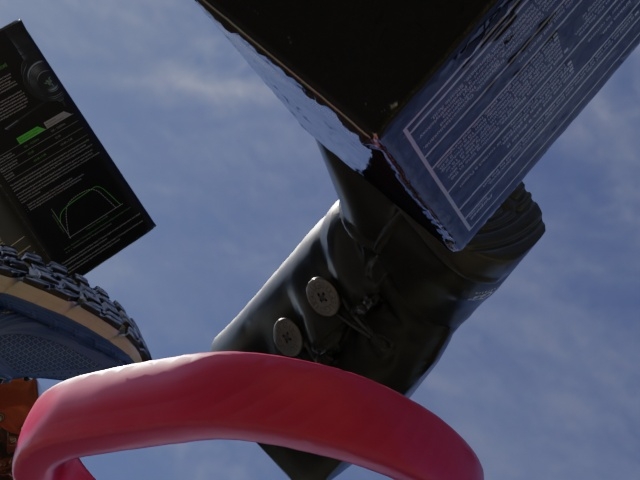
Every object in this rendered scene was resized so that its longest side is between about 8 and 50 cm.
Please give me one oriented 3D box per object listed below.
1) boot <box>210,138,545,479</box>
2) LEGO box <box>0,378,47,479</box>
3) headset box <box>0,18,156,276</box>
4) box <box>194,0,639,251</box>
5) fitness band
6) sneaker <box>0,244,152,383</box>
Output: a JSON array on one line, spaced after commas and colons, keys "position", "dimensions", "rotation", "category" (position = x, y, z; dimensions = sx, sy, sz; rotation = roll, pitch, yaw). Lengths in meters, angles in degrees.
[{"position": [0.001, 0.002, 1.520], "dimensions": [0.367, 0.146, 0.445], "rotation": [61, -35, 23], "category": "boot"}, {"position": [-0.376, 0.350, 1.640], "dimensions": [0.500, 0.193, 0.373], "rotation": [129, -44, -78], "category": "LEGO box"}, {"position": [-0.349, -0.071, 1.643], "dimensions": [0.283, 0.131, 0.246], "rotation": [56, -34, -4], "category": "headset box"}, {"position": [0.098, -0.182, 1.014], "dimensions": [0.182, 0.296, 0.294], "rotation": [41, -1, 21], "category": "box"}, {"position": [-0.047, 0.141, 0.863], "dimensions": [0.290, 0.054, 0.209], "rotation": [-15, -42, 39], "category": "fitness band"}, {"position": [-0.290, 0.073, 1.163], "dimensions": [0.330, 0.130, 0.147], "rotation": [16, -84, -11], "category": "sneaker"}]
